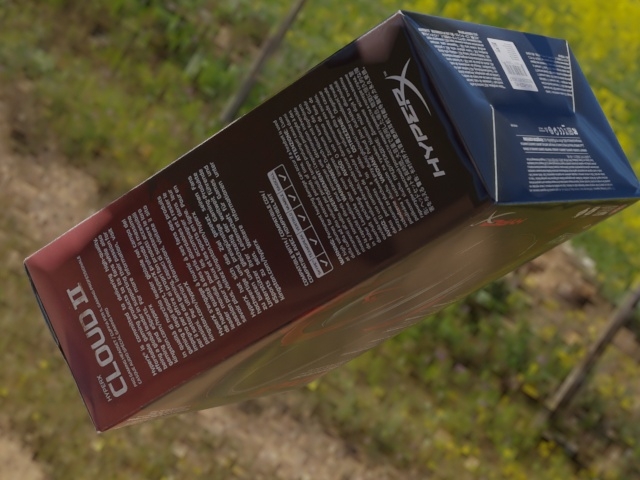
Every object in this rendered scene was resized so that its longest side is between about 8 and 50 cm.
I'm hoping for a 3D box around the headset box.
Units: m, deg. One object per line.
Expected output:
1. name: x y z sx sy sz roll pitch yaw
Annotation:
1. headset box: 0.000 0.000 0.948 0.218 0.293 0.110 -3 66 -61
